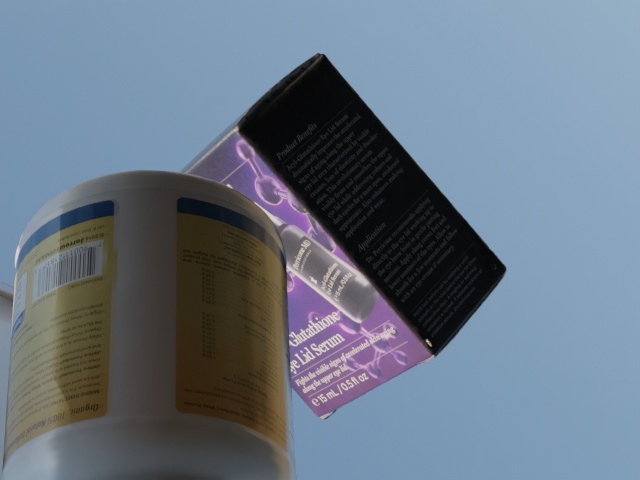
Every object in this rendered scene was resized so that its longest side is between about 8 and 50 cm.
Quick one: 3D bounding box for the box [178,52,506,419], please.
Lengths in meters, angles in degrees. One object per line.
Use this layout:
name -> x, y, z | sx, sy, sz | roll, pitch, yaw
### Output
box -> 0.000, 0.000, 1.114 | 0.207, 0.153, 0.108 | 48, -129, -4

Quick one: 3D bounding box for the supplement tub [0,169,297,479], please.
supplement tub -> -0.085, 0.082, 0.792 | 0.144, 0.144, 0.200 | 16, -128, -25

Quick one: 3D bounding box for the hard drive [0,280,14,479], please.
hard drive -> -0.203, 0.172, 1.212 | 0.047, 0.233, 0.353 | 37, -175, 38
